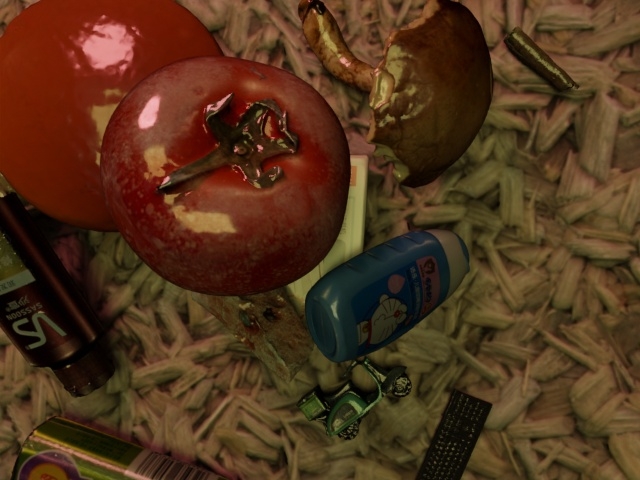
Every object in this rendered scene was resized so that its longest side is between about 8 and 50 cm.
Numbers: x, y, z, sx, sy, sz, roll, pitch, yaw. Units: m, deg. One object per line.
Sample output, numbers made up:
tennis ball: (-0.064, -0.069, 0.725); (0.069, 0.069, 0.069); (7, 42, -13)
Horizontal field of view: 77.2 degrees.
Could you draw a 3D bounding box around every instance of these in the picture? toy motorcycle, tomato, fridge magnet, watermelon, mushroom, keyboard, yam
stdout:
toy motorcycle: (0.056, 0.236, 0.627); (0.173, 0.058, 0.100); (-40, 82, 7)
tomato: (-0.104, -0.067, 0.465); (0.271, 0.227, 0.269); (5, 75, -18)
fridge magnet: (-0.303, -0.192, 0.594); (0.365, 0.155, 0.362); (0, 90, 1)
watermelon: (-0.101, 0.105, 0.569); (0.241, 0.095, 0.153); (40, 122, 30)
mushroom: (0.118, -0.230, 0.579); (0.208, 0.232, 0.301); (-20, 46, -3)
keyboard: (0.204, 0.339, 0.637); (0.067, 0.011, 0.202); (21, 94, 4)
yam: (0.328, -0.264, 0.597); (0.129, 0.027, 0.033); (47, 56, 5)

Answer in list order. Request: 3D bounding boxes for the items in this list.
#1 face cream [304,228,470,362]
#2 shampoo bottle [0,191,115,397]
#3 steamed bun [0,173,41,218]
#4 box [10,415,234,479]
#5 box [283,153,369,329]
face cream: (0.107, 0.065, 0.552); (0.264, 0.083, 0.148); (-23, 124, -28)
shampoo bottle: (-0.432, 0.095, 0.609); (0.129, 0.084, 0.322); (-21, 110, -1)
steamed bun: (-0.567, -0.096, 0.635); (0.218, 0.144, 0.211); (-36, 87, 5)
box: (-0.309, 0.409, 0.648); (0.346, 0.097, 0.134); (18, 95, 5)
box: (0.000, 0.000, 0.613); (0.135, 0.079, 0.268); (4, 92, 6)
